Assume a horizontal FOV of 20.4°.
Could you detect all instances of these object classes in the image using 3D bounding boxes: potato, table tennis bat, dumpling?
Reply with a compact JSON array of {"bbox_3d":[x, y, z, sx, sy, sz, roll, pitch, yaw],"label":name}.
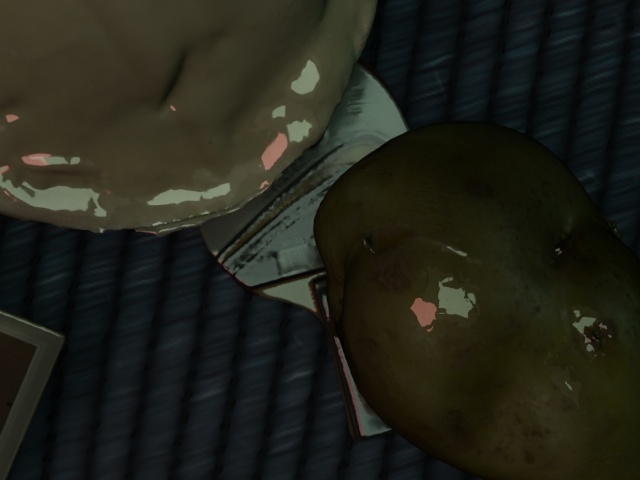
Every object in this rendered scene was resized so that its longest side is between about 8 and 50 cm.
[{"bbox_3d":[0.142,0.074,1.224,0.351,0.218,0.202,40,116,-13],"label":"potato"},{"bbox_3d":[0.000,0.000,1.319,0.173,0.022,0.301,-14,85,-2],"label":"table tennis bat"},{"bbox_3d":[-0.137,-0.158,1.186,0.395,0.233,0.316,-19,90,-5],"label":"dumpling"}]

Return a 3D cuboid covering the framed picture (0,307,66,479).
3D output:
[{"bbox_3d":[-0.329,0.138,1.235,0.231,0.018,0.293,23,114,-8],"label":"framed picture"}]
